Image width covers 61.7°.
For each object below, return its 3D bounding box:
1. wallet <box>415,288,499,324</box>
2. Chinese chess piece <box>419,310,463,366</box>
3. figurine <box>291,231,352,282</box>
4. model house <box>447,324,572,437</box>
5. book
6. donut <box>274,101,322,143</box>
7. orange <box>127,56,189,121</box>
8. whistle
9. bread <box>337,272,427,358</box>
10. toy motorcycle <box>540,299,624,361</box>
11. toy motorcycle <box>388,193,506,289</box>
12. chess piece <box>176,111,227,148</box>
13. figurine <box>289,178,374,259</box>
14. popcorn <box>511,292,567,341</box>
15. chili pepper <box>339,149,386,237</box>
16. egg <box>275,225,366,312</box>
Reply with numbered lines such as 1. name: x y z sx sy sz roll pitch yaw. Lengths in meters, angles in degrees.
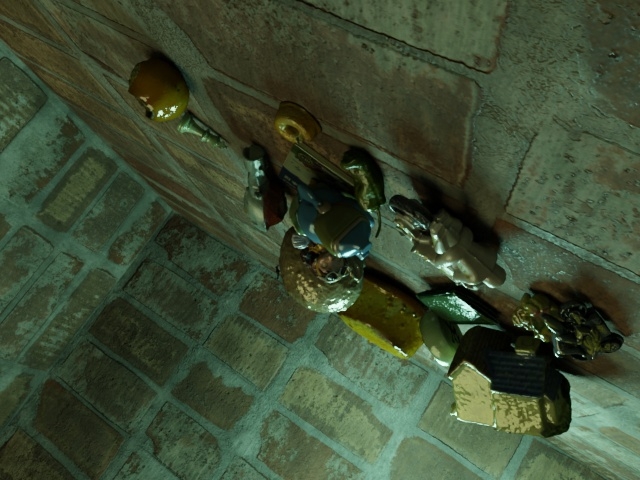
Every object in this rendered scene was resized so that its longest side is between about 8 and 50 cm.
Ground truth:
1. wallet: 0.387 0.186 1.529 0.160 0.055 0.236 31 164 -9
2. Chinese chess piece: 0.392 0.305 1.697 0.188 0.083 0.188 42 -151 -30
3. figurine: 0.000 0.002 1.456 0.240 0.174 0.116 69 162 -10
4. model house: 0.533 0.366 1.525 0.321 0.261 0.266 -1 123 34
5. book: 0.004 -0.140 1.369 0.228 0.018 0.322 35 167 -4
6. donut: -0.053 -0.237 1.097 0.097 0.043 0.108 38 163 -20
7. orange: -0.396 -0.362 1.301 0.156 0.134 0.157 20 154 10
8. whistle: -0.166 -0.145 1.547 0.133 0.142 0.346 21 153 13
9. bread: 0.221 0.266 1.921 0.358 0.204 0.337 38 162 -10
10. toy motorcycle: 0.519 0.193 1.088 0.193 0.124 0.061 36 -150 -24
11. toy motorcycle: 0.265 0.019 1.081 0.223 0.108 0.340 35 178 40
12. chess piece: -0.334 -0.306 1.539 0.149 0.059 0.059 29 169 -11
13. figurine: 0.033 -0.039 1.280 0.262 0.154 0.180 42 -162 29
14. popcorn: 0.479 0.167 1.163 0.109 0.089 0.097 28 178 18
15. chili pepper: 0.098 -0.109 1.125 0.072 0.073 0.204 47 169 47
16. egg: 0.007 0.080 1.644 0.279 0.279 0.310 16 139 54
